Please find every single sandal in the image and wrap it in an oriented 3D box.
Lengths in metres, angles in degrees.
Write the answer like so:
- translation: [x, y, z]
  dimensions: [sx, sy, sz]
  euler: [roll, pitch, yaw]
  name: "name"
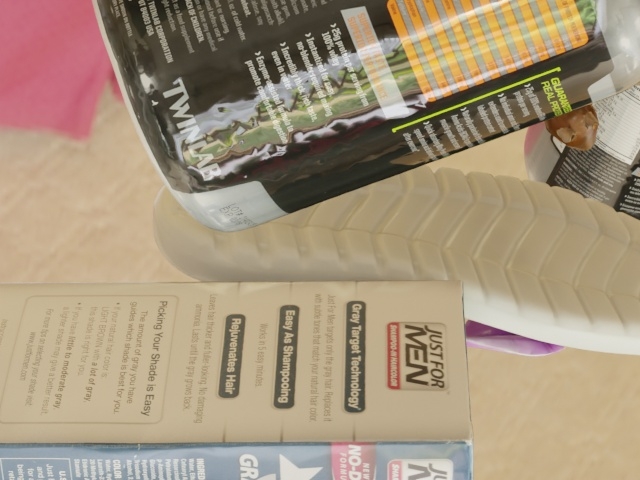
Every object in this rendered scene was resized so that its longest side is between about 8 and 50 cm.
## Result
- translation: [0.085, 0.024, 1.401]
  dimensions: [0.416, 0.102, 0.169]
  euler: [12, 37, 2]
  name: "sandal"

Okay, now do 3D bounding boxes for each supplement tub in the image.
- translation: [0.052, -0.141, 1.040]
  dimensions: [0.316, 0.193, 0.193]
  euler: [-19, 56, 9]
  name: "supplement tub"
- translation: [0.345, -0.164, 1.962]
  dimensions: [0.207, 0.338, 0.207]
  euler: [7, 54, -10]
  name: "supplement tub"

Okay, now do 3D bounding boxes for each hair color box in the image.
- translation: [-0.077, 0.114, 1.257]
  dimensions: [0.347, 0.105, 0.174]
  euler: [-1, 35, 2]
  name: "hair color box"

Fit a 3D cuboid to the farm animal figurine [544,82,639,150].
- translation: [0.243, -0.200, 1.298]
  dimensions: [0.330, 0.326, 0.172]
  euler: [-17, 26, 8]
  name: "farm animal figurine"
